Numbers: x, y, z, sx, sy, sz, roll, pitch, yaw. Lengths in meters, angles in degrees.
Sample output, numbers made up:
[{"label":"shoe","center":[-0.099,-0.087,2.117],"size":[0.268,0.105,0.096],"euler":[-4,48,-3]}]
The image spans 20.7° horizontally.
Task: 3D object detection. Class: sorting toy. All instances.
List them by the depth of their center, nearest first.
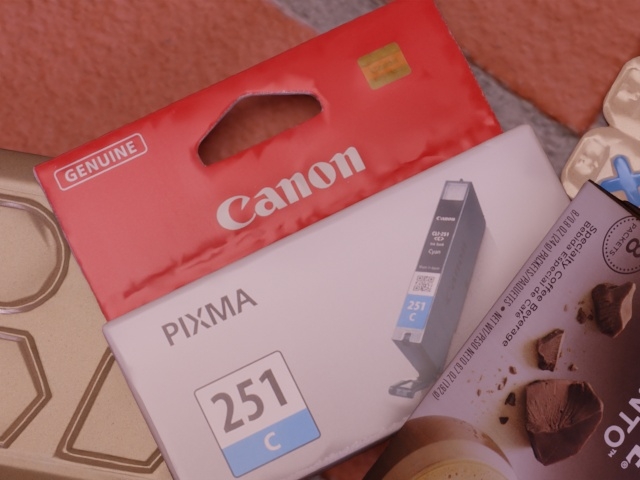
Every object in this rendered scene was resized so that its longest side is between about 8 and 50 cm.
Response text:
[{"label":"sorting toy","center":[-0.113,0.070,1.139],"size":[0.307,0.041,0.229],"euler":[10,78,1]}]

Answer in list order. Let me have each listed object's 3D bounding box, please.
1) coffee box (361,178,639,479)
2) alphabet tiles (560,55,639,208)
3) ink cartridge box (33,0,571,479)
[{"label":"coffee box","center":[0.142,0.139,0.983],"size":[0.297,0.119,0.168],"euler":[-53,49,9]},{"label":"alphabet tiles","center":[0.312,-0.038,1.130],"size":[0.278,0.021,0.284],"euler":[28,80,14]},{"label":"ink cartridge box","center":[0.000,0.000,1.101],"size":[0.296,0.066,0.261],"euler":[-26,81,-7]}]
